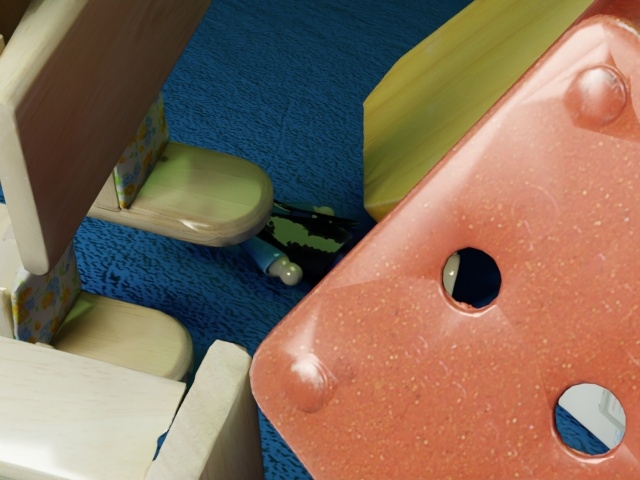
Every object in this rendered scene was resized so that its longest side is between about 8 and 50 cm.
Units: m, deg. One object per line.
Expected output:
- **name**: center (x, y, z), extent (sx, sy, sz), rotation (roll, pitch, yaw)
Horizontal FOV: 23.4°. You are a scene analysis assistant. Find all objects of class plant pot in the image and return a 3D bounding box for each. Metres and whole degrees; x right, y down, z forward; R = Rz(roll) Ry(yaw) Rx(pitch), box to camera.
- **plant pot**: center (0.134, 0.043, 0.559), extent (0.267, 0.267, 0.236), rotation (51, 27, 15)

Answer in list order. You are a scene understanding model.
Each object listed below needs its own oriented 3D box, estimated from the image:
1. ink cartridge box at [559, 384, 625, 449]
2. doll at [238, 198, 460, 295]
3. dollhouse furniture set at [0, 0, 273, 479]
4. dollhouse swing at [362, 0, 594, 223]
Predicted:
- **ink cartridge box**: center (0.223, 0.092, 0.901), extent (0.115, 0.067, 0.198), rotation (-2, 26, -28)
- **doll**: center (0.000, 0.000, 1.060), extent (0.189, 0.046, 0.129), rotation (13, 22, 1)
- **dollhouse furniture set**: center (-0.099, -0.028, 0.711), extent (0.256, 0.362, 0.394), rotation (14, 50, 13)
- **dollhouse swing**: center (0.242, -0.090, 1.101), extent (0.315, 0.305, 0.347), rotation (33, 21, -13)
